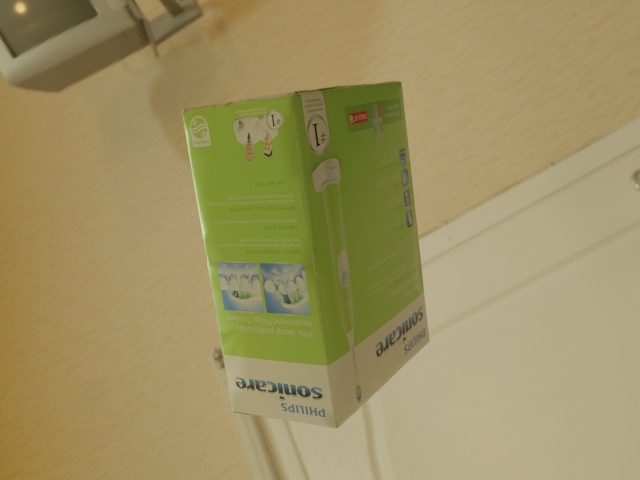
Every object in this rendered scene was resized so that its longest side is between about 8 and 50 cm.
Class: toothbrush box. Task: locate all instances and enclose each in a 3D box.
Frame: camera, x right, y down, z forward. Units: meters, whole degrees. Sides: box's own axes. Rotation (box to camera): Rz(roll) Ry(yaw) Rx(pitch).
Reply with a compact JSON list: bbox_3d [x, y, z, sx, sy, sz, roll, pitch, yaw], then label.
[{"bbox_3d":[0.000,0.000,0.664,0.206,0.122,0.283,-27,-69,-55],"label":"toothbrush box"}]
